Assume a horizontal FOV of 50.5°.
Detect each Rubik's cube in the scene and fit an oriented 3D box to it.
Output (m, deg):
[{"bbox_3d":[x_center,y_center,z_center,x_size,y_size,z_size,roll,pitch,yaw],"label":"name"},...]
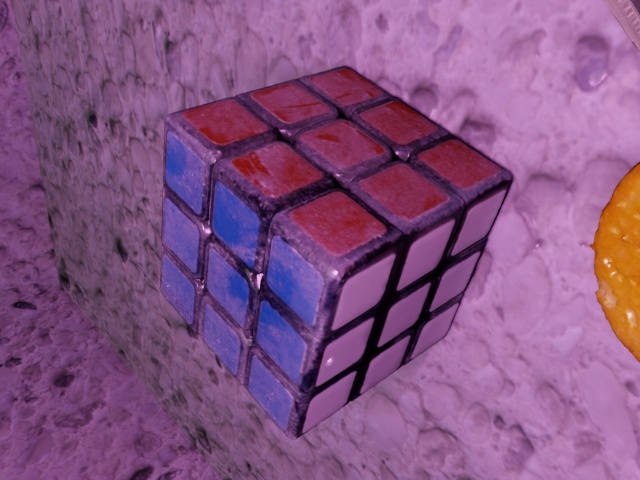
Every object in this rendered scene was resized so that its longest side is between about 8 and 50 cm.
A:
[{"bbox_3d":[0.000,0.000,0.858,0.305,0.303,0.301,43,140,29],"label":"Rubik's cube"}]

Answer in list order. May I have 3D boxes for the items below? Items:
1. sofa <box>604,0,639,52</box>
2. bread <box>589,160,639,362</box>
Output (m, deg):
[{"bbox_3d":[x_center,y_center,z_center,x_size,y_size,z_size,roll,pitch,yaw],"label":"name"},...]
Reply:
[{"bbox_3d":[0.312,-0.249,0.481,0.225,0.176,0.210,42,159,-17],"label":"sofa"},{"bbox_3d":[0.349,0.010,0.554,0.268,0.145,0.269,31,131,43],"label":"bread"}]
